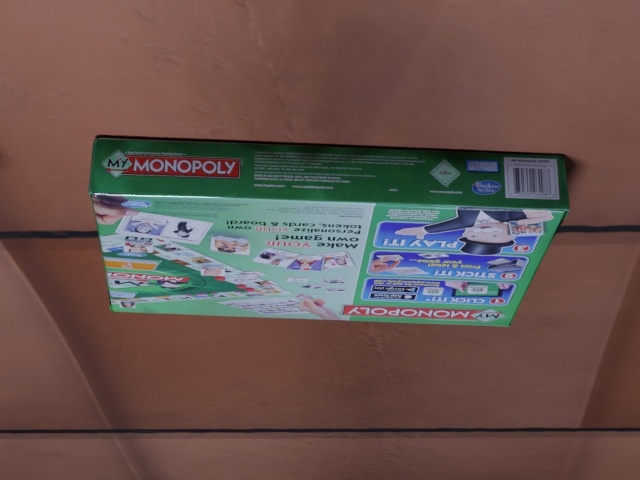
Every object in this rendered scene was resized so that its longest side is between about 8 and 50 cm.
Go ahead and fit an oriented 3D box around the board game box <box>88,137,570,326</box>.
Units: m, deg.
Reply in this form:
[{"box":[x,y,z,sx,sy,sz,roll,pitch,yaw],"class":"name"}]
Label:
[{"box":[0.000,0.000,1.052,0.317,0.046,0.213,2,156,-4],"class":"board game box"}]
